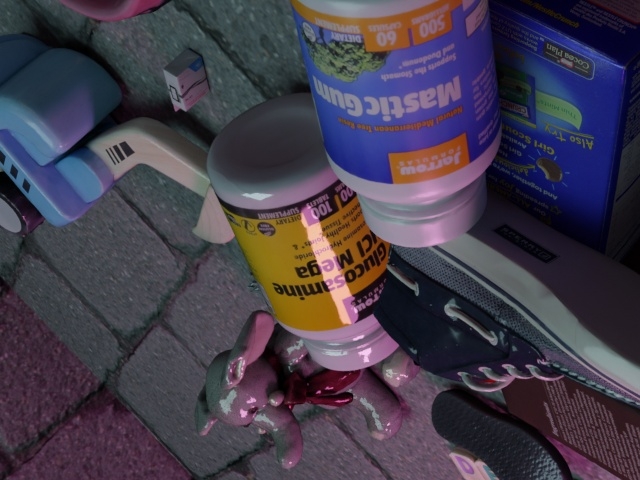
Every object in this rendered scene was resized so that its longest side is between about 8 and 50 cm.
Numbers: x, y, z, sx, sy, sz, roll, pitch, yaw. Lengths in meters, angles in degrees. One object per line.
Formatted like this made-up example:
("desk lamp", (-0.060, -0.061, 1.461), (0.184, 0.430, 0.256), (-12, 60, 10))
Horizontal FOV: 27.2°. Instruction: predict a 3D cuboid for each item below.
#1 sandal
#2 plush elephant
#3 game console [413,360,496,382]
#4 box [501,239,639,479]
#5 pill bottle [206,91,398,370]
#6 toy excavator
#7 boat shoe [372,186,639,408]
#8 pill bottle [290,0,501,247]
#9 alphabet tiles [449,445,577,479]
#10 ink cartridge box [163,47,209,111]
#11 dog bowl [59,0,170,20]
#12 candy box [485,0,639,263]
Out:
("sandal", (0.255, 0.274, 1.794), (0.254, 0.055, 0.097), (37, 122, 43))
("plush elephant", (-0.050, 0.205, 1.934), (0.330, 0.255, 0.272), (42, 155, 10))
("game console", (0.189, 0.134, 1.738), (0.144, 0.085, 0.124), (-12, 88, 61))
("box", (0.348, 0.134, 1.218), (0.381, 0.191, 0.143), (27, 148, 51))
("pill bottle", (0.000, 0.000, 1.627), (0.188, 0.188, 0.334), (23, 147, 41))
("toy excavator", (-0.334, -0.142, 1.954), (0.433, 0.222, 0.445), (51, 147, -12))
("boat shoe", (0.191, 0.083, 1.185), (0.340, 0.127, 0.158), (39, 129, 33))
("pill bottle", (0.068, -0.127, 1.078), (0.152, 0.152, 0.272), (27, 146, 36))
("alphabet tiles", (0.309, 0.376, 1.908), (0.284, 0.021, 0.278), (8, 135, 55))
("ink cartridge box", (-0.176, -0.207, 1.759), (0.028, 0.048, 0.083), (33, 153, 28))
("dog bowl", (-0.267, -0.422, 1.459), (0.408, 0.150, 0.408), (37, 154, 21))
("candy box", (0.181, -0.133, 1.215), (0.268, 0.122, 0.317), (33, 151, 26))
